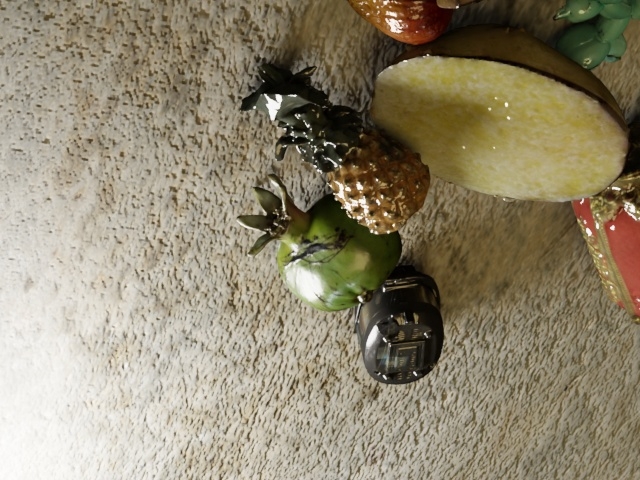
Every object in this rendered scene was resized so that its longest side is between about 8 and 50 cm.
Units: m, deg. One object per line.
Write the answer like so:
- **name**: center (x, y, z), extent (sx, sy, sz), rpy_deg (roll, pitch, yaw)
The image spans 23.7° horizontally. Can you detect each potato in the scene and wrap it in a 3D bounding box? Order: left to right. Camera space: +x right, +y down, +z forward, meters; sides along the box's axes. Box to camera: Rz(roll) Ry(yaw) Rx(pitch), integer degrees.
- **potato**: center (0.211, -0.154, 1.744), extent (0.299, 0.116, 0.239), rpy_deg (14, 141, 10)

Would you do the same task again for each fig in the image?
- **fig**: center (0.081, -0.259, 1.653), extent (0.153, 0.119, 0.119), rpy_deg (-27, 133, 31)

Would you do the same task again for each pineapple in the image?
- **pineapple**: center (0.015, -0.112, 1.729), extent (0.237, 0.111, 0.119), rpy_deg (38, 116, -11)

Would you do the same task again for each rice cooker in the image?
- **rice cooker**: center (0.101, 0.111, 1.963), extent (0.112, 0.106, 0.165), rpy_deg (-7, 141, -7)

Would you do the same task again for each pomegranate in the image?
- **pomegranate**: center (0.000, 0.000, 1.827), extent (0.191, 0.131, 0.152), rpy_deg (36, 115, -28)

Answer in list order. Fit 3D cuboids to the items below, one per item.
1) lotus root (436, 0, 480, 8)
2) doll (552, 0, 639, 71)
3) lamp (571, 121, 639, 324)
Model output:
- **lotus root**: center (0.232, -0.349, 1.599), extent (0.261, 0.074, 0.170), rpy_deg (-16, 111, -23)
- **doll**: center (0.330, -0.256, 1.748), extent (0.158, 0.059, 0.159), rpy_deg (-42, 146, 21)
- **lamp**: center (0.415, -0.017, 1.903), extent (0.177, 0.177, 0.274), rpy_deg (-24, 131, 4)
